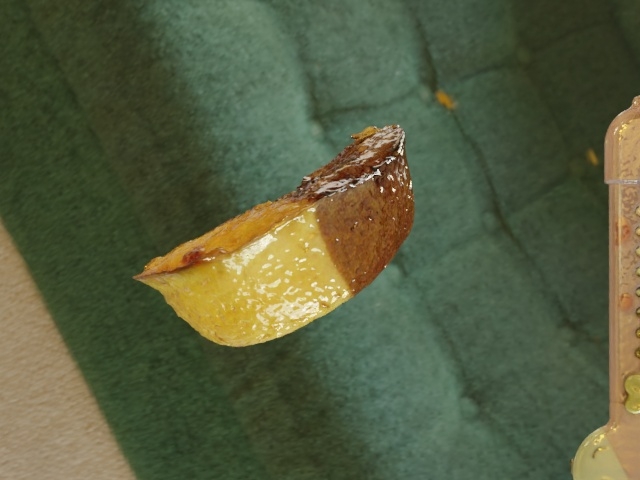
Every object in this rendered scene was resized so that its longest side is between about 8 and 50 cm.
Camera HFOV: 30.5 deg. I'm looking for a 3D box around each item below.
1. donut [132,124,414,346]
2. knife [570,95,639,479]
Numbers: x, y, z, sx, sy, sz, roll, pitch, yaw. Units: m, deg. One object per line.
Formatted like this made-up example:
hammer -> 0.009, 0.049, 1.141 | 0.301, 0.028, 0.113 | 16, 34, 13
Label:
donut -> 0.000, 0.000, 1.044 | 0.295, 0.151, 0.112 | -34, 107, -21
knife -> 0.303, 0.061, 1.096 | 0.132, 0.038, 0.399 | 2, 85, -2
